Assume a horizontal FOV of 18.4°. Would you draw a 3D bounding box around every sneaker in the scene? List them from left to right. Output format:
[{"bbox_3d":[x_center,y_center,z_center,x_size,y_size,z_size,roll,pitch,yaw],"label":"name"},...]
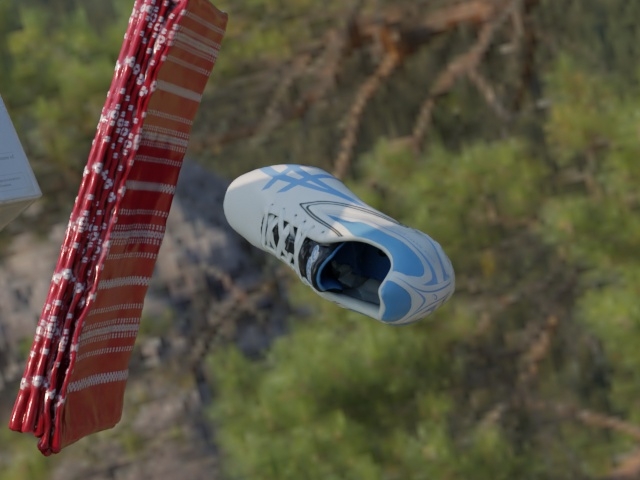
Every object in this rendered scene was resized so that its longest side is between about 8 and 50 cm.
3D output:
[{"bbox_3d":[0.000,0.000,1.562,0.086,0.085,0.237,-13,28,-43],"label":"sneaker"}]

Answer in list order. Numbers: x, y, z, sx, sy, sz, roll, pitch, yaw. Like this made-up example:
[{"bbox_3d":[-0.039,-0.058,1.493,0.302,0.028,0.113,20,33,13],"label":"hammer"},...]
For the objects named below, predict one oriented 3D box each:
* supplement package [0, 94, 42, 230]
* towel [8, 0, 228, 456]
[{"bbox_3d":[-0.406,-0.119,1.740,0.177,0.293,0.175,-12,-16,-45],"label":"supplement package"},{"bbox_3d":[-0.109,-0.015,1.153,0.031,0.275,0.199,17,1,5],"label":"towel"}]
